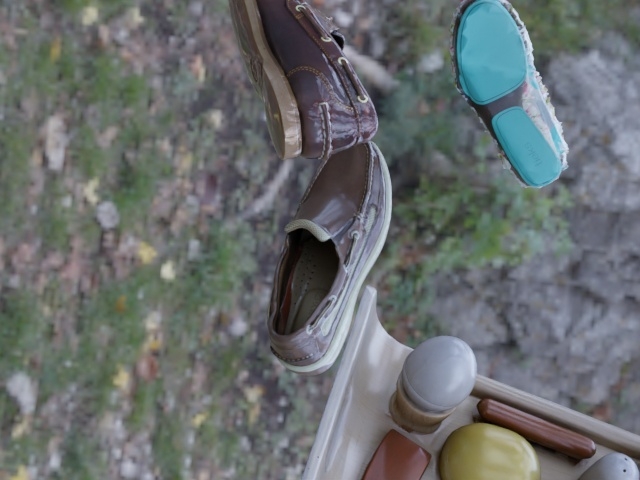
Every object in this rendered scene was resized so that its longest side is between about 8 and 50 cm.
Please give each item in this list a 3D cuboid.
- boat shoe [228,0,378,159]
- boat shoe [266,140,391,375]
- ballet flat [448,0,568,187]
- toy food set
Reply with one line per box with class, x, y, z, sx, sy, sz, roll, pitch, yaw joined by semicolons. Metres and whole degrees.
boat shoe;-0.017;-0.132;0.939;0.073;0.073;0.207;89;-15;-48
boat shoe;0.007;0.001;1.302;0.095;0.095;0.257;52;46;-58
ballet flat;0.189;-0.160;1.360;0.077;0.091;0.241;-94;162;-57
toy food set;0.143;0.167;0.869;0.092;0.306;0.220;112;-1;-47
